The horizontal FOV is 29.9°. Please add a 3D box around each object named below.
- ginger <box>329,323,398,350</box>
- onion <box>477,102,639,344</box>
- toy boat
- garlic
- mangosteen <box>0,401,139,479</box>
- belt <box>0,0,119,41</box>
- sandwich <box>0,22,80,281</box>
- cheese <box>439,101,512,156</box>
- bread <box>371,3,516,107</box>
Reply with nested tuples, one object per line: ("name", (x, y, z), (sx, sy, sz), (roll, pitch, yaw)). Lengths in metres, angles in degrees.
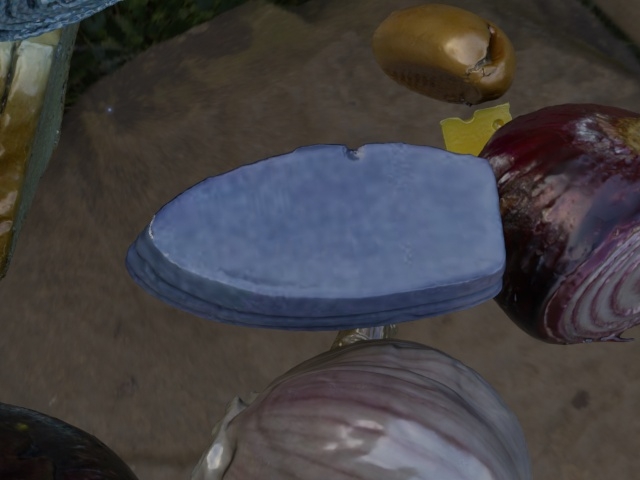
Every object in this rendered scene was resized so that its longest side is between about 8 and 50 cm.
("ginger", (0.025, 0.206, 1.609), (0.080, 0.166, 0.333), (21, 71, 19))
("onion", (0.223, -0.028, 1.107), (0.207, 0.206, 0.216), (-7, 137, -32))
("toy boat", (0.000, 0.000, 0.876), (0.283, 0.078, 0.127), (-3, 74, -10))
("garlic", (0.027, 0.212, 0.913), (0.259, 0.317, 0.317), (32, 90, -5))
("mangosteen", (-0.256, 0.272, 0.865), (0.330, 0.330, 0.330), (-1, 96, -10))
("belt", (-0.143, -0.184, 0.711), (0.163, 0.148, 0.082), (-32, 83, 13))
("sandwich", (-0.277, -0.131, 1.051), (0.095, 0.273, 0.249), (14, 119, -10))
("cheese", (0.211, -0.084, 1.502), (0.093, 0.126, 0.171), (-13, 118, 7))
("bread", (0.114, -0.170, 1.077), (0.114, 0.189, 0.077), (38, 81, -21))
